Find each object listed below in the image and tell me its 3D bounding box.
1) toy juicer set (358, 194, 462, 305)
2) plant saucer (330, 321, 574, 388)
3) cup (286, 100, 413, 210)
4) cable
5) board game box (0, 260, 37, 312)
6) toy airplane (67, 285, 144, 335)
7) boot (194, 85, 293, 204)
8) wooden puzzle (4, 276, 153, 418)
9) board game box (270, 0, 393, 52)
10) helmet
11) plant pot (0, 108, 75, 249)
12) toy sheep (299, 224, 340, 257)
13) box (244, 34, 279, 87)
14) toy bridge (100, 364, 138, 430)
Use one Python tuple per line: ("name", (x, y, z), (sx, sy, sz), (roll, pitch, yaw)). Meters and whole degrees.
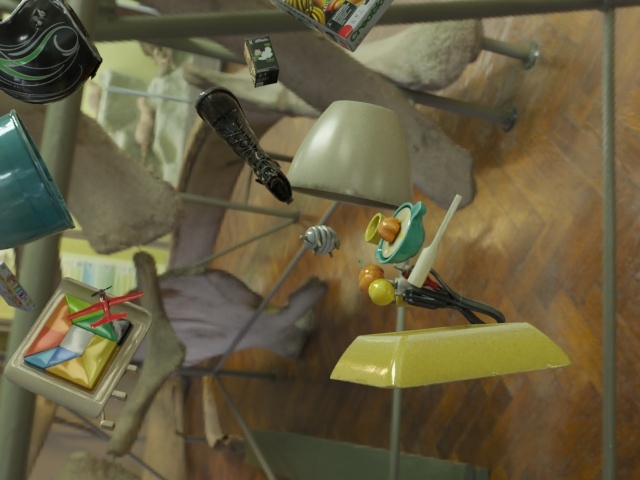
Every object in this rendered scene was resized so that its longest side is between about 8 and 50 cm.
("toy juicer set", (0.144, 0.021, 1.481), (0.209, 0.089, 0.329), (-69, 15, -15))
("plant saucer", (0.214, 0.197, 1.329), (0.333, 0.332, 0.081), (158, 108, -72))
("cup", (0.091, -0.217, 1.886), (0.331, 0.331, 0.237), (-168, 89, -70))
("cable", (0.285, 0.120, 1.674), (0.072, 0.287, 0.139), (-81, 6, -57))
("board game box", (-0.792, 0.111, 1.884), (0.103, 0.026, 0.154), (9, 135, 38))
("toy airplane", (-0.400, 0.128, 1.390), (0.151, 0.151, 0.028), (-116, 14, -57))
("boot", (-0.156, -0.208, 1.666), (0.091, 0.263, 0.229), (-39, 58, 3))
("wooden puzzle", (-0.487, 0.209, 1.507), (0.044, 0.221, 0.239), (90, -158, -65))
("board game box", (0.071, -0.489, 1.260), (0.193, 0.053, 0.305), (37, 89, 24))
("helmet", (-0.434, -0.288, 1.128), (0.169, 0.161, 0.169), (58, 177, 5))
("plant pot", (-0.683, -0.092, 1.533), (0.272, 0.255, 0.272), (57, 165, 23))
("toy sheep", (0.000, 0.000, 2.054), (0.091, 0.132, 0.091), (-18, 66, 48))
("box", (-0.123, -0.371, 1.547), (0.062, 0.052, 0.083), (116, 138, -71))
("toy bridge", (-0.540, 0.405, 1.965), (0.026, 0.063, 0.188), (95, -172, -51))
